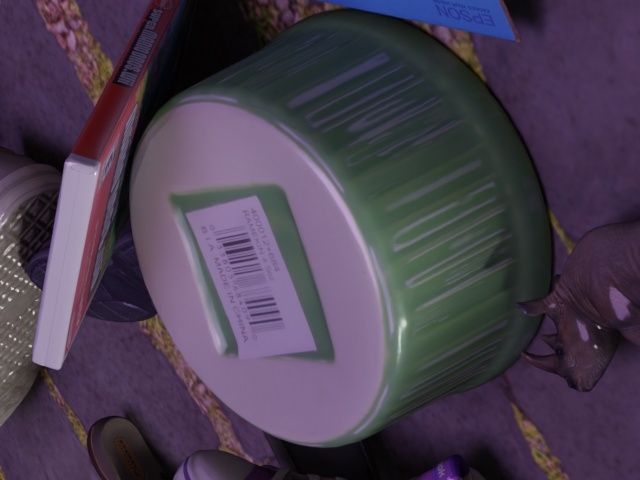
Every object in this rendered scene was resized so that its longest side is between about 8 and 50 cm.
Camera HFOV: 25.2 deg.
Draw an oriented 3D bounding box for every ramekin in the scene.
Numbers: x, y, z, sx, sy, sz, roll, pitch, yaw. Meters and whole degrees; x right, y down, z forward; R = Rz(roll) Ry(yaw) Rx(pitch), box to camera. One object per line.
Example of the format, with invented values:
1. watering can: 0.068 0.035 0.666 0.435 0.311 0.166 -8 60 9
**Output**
1. ramekin: 0.000 0.000 1.028 0.303 0.148 0.303 26 129 37

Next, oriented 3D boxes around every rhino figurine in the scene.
1. rhino figurine: 0.206 0.032 0.877 0.106 0.073 0.243 55 139 -1

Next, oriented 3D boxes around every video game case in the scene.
1. video game case: -0.148 -0.069 1.072 0.025 0.285 0.204 18 133 -2

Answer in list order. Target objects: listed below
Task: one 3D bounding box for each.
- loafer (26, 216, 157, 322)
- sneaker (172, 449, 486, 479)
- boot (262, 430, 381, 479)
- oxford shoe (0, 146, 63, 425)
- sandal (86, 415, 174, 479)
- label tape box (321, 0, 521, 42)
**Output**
1. loafer: -0.162 0.005 1.278 0.109 0.095 0.302 41 153 -22
2. sneaker: 0.034 0.206 1.112 0.282 0.102 0.161 30 109 3
3. boot: -0.004 0.229 1.226 0.189 0.076 0.208 -31 95 37
4. oxford shoe: -0.365 0.074 1.467 0.130 0.169 0.449 41 130 20
5. sandal: -0.151 0.259 1.418 0.060 0.090 0.219 -41 71 28
6. label tape box: -0.002 -0.287 0.868 0.240 0.106 0.333 20 158 39
